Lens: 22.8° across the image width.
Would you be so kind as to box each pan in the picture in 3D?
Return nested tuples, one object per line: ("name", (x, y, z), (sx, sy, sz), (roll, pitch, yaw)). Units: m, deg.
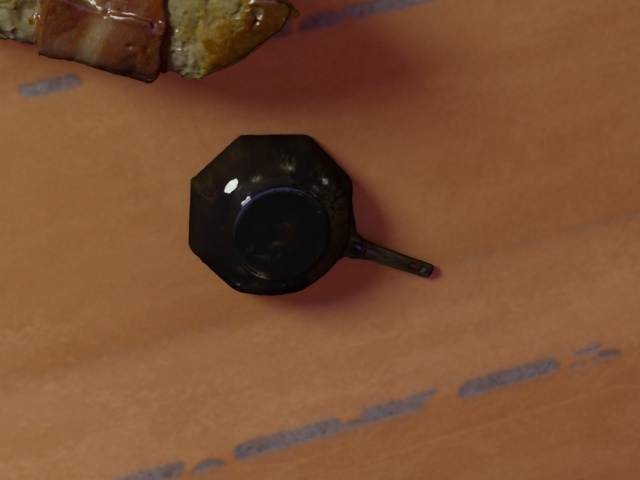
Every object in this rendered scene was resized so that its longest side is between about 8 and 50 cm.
("pan", (0.002, -0.015, 1.218), (0.202, 0.048, 0.128), (-3, 114, -14))

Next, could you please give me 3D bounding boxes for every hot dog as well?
("hot dog", (-0.143, -0.177, 1.082), (0.261, 0.093, 0.123), (14, 120, -4))
